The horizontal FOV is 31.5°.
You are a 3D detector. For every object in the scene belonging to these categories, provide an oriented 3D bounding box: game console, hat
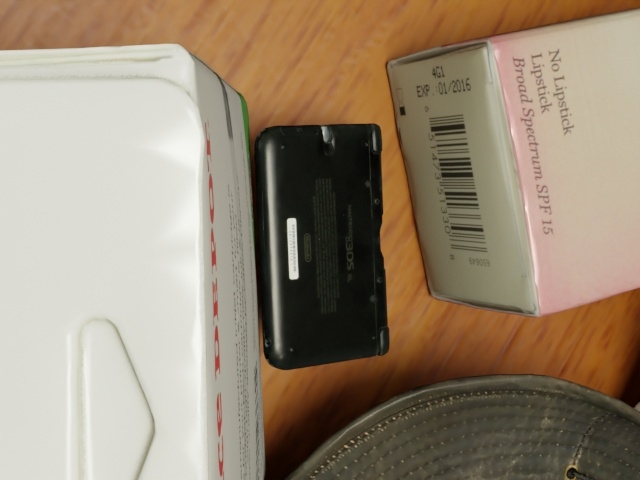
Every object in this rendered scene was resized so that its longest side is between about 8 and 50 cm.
[{"bbox_3d":[0.000,0.000,0.609,0.107,0.071,0.122,-5,95,-33],"label":"game console"},{"bbox_3d":[0.106,0.234,0.595,0.332,0.134,0.331,-7,120,-12],"label":"hat"}]

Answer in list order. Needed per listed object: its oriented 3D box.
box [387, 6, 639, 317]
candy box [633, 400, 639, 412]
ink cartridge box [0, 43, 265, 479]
[{"bbox_3d":[0.177,-0.058,0.657,0.232,0.127,0.148,-14,97,-20],"label":"box"},{"bbox_3d":[0.294,0.086,0.671,0.159,0.071,0.233,4,134,-22],"label":"candy box"},{"bbox_3d":[-0.090,0.039,0.456,0.122,0.289,0.211,-2,94,0],"label":"ink cartridge box"}]
